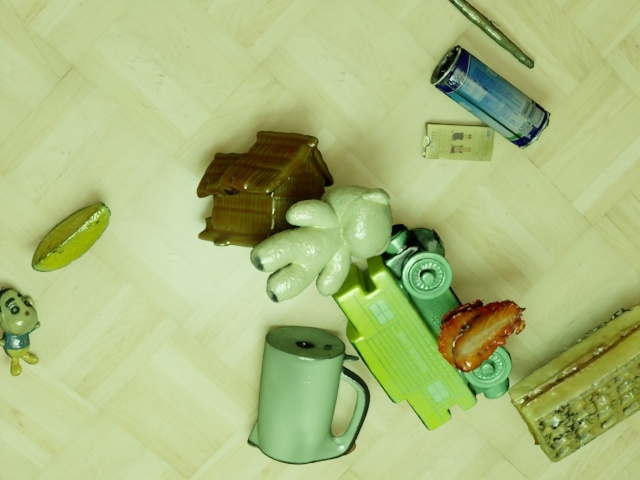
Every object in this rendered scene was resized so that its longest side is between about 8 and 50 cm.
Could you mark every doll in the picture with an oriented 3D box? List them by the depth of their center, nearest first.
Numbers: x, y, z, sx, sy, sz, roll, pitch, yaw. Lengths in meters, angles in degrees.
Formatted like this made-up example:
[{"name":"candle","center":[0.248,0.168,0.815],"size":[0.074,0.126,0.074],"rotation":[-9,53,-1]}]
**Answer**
[{"name":"doll","center":[-0.002,-0.004,1.649],"size":[0.278,0.149,0.175],"rotation":[-29,146,-16]},{"name":"doll","center":[-0.597,0.173,1.751],"size":[0.089,0.102,0.179],"rotation":[-3,109,33]}]

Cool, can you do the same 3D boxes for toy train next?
[{"name":"toy train","center":[0.204,0.183,1.829],"size":[0.272,0.179,0.442],"rotation":[-32,106,9]}]

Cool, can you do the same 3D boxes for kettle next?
[{"name":"kettle","center":[-0.019,0.327,1.822],"size":[0.240,0.165,0.255],"rotation":[8,103,2]}]

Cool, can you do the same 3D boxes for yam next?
[{"name":"yam","center":[0.341,-0.418,1.765],"size":[0.234,0.027,0.029],"rotation":[36,106,-15]}]

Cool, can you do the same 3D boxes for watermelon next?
[{"name":"watermelon","center":[-0.472,0.001,1.724],"size":[0.181,0.092,0.075],"rotation":[-42,120,-5]}]

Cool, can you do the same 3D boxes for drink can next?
[{"name":"drink can","center":[0.337,-0.283,1.765],"size":[0.235,0.097,0.097],"rotation":[32,98,-14]}]

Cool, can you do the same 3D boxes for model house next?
[{"name":"model house","center":[-0.104,-0.099,1.717],"size":[0.199,0.220,0.229],"rotation":[11,99,31]}]

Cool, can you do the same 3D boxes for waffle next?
[{"name":"waffle","center":[0.598,0.303,1.892],"size":[0.376,0.114,0.261],"rotation":[-34,140,2]}]

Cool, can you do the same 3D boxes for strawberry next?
[{"name":"strawberry","center":[0.301,0.172,1.706],"size":[0.188,0.082,0.121],"rotation":[-25,123,-23]}]

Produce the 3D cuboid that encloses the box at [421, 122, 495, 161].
[{"name":"box","center":[0.280,-0.201,1.815],"size":[0.149,0.020,0.073],"rotation":[2,105,-9]}]
